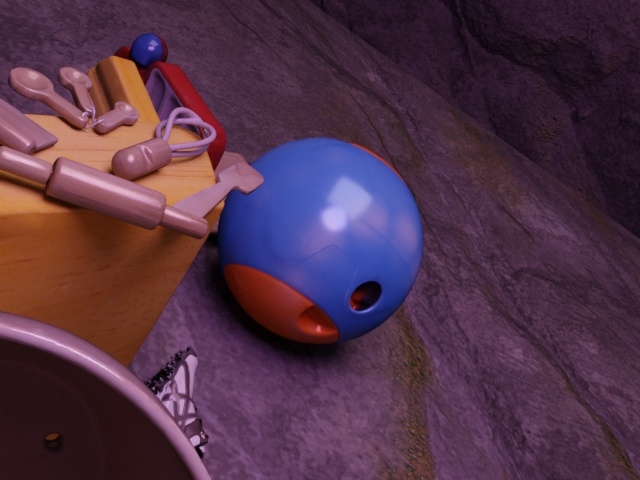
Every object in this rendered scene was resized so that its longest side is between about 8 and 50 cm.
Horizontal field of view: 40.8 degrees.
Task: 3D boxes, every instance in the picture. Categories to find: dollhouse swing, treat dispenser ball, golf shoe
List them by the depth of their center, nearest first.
[{"bbox_3d":[-0.305,-0.005,0.825,0.315,0.347,0.305,-4,47,-49],"label":"dollhouse swing"},{"bbox_3d":[-0.166,0.204,0.960,0.094,0.077,0.198,40,34,-14],"label":"golf shoe"},{"bbox_3d":[0.000,0.000,1.203,0.288,0.288,0.288,26,30,-16],"label":"treat dispenser ball"}]

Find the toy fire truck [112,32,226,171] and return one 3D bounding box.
[{"bbox_3d":[-0.245,-0.139,1.185,0.169,0.254,0.302,3,42,-41],"label":"toy fire truck"}]

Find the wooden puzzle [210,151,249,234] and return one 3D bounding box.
[{"bbox_3d":[-0.171,-0.077,1.406,0.238,0.044,0.221,10,37,-45],"label":"wooden puzzle"}]

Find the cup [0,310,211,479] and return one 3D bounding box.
[{"bbox_3d":[-0.233,0.186,0.566,0.331,0.331,0.237,27,1,-14],"label":"cup"}]

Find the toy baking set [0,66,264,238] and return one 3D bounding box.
[{"bbox_3d":[-0.152,-0.077,0.700,0.256,0.030,0.197,23,31,-21],"label":"toy baking set"}]
